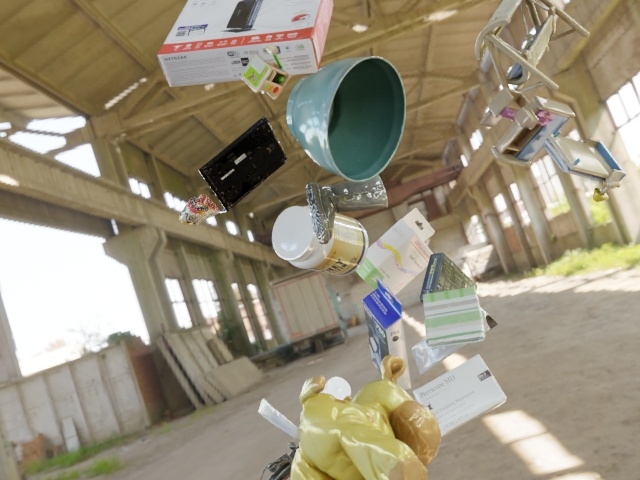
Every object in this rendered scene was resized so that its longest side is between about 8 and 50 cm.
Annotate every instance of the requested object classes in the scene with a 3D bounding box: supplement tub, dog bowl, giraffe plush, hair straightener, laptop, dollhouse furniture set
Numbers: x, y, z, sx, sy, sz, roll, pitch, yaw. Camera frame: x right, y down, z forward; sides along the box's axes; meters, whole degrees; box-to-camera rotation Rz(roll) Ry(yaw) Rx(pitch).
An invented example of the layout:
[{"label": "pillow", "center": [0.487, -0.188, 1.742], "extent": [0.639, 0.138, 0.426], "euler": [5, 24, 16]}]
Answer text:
[{"label": "supplement tub", "center": [0.000, 0.000, 2.337], "extent": [0.228, 0.228, 0.316], "euler": [-23, -24, 34]}, {"label": "dog bowl", "center": [0.491, 0.366, 2.404], "extent": [0.349, 0.102, 0.349], "euler": [-30, -15, -9]}, {"label": "giraffe plush", "center": [0.059, 0.226, 0.724], "extent": [0.170, 0.210, 0.181], "euler": [-11, -41, -48]}, {"label": "hair straightener", "center": [-0.082, 0.514, 1.512], "extent": [0.047, 0.089, 0.230], "euler": [8, 17, 41]}, {"label": "laptop", "center": [-0.224, -0.207, 1.825], "extent": [0.234, 0.136, 0.264], "euler": [-42, -42, -12]}, {"label": "supplement tub", "center": [0.028, 0.402, 1.647], "extent": [0.071, 0.071, 0.107], "euler": [-15, -30, -33]}, {"label": "dollhouse furniture set", "center": [0.593, -0.213, 1.718], "extent": [0.286, 0.303, 0.198], "euler": [5, -43, -31]}]

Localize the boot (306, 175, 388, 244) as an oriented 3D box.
[{"label": "boot", "center": [0.079, -0.085, 1.705], "extent": [0.209, 0.189, 0.076], "euler": [-2, -18, -24]}]

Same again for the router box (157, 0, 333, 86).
[{"label": "router box", "center": [-0.155, -0.470, 1.429], "extent": [0.336, 0.301, 0.082], "euler": [-3, -45, 12]}]

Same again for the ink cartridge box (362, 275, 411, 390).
[{"label": "ink cartridge box", "center": [0.194, 0.283, 1.915], "extent": [0.065, 0.332, 0.165], "euler": [-18, 32, -13]}]

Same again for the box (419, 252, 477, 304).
[{"label": "box", "center": [0.439, 0.178, 2.194], "extent": [0.059, 0.183, 0.233], "euler": [-13, -41, 44]}]

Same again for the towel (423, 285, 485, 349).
[{"label": "towel", "center": [0.263, 0.152, 1.278], "extent": [0.113, 0.023, 0.152], "euler": [-10, 32, 12]}]

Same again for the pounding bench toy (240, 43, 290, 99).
[{"label": "pounding bench toy", "center": [-0.088, -0.305, 1.154], "extent": [0.065, 0.052, 0.083], "euler": [5, -53, -56]}]

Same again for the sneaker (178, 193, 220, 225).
[{"label": "sneaker", "center": [-0.428, -0.104, 2.252], "extent": [0.093, 0.088, 0.225], "euler": [-43, -7, 14]}]

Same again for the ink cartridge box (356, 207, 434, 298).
[{"label": "ink cartridge box", "center": [0.329, 0.060, 2.635], "extent": [0.353, 0.119, 0.207], "euler": [-43, -49, 4]}]

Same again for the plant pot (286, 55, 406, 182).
[{"label": "plant pot", "center": [0.043, -0.305, 1.562], "extent": [0.196, 0.293, 0.293], "euler": [21, 23, 39]}]

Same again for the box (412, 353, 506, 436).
[{"label": "box", "center": [0.324, 0.372, 1.518], "extent": [0.181, 0.119, 0.182], "euler": [-30, -21, 0]}]

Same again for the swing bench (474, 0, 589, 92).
[{"label": "swing bench", "center": [0.558, -0.557, 1.748], "extent": [0.253, 0.254, 0.165], "euler": [-54, 22, -24]}]
